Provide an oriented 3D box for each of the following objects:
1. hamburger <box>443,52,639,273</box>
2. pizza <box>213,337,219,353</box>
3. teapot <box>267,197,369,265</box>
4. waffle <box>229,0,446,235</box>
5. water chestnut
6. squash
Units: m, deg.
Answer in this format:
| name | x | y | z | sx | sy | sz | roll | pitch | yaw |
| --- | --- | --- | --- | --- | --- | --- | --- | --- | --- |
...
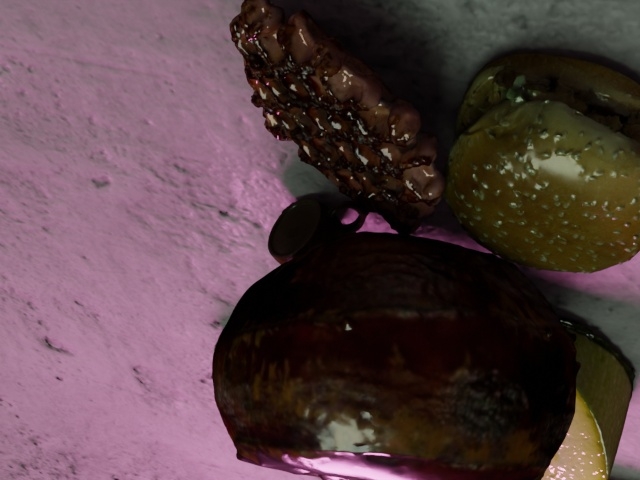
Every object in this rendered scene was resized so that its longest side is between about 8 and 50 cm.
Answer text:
| name | x | y | z | sx | sy | sz | roll | pitch | yaw |
| --- | --- | --- | --- | --- | --- | --- | --- | --- | --- |
| hamburger | 0.191 | -0.049 | 0.991 | 0.189 | 0.122 | 0.215 | 25 | 147 | 0 |
| pizza | -0.011 | 0.178 | 1.455 | 0.204 | 0.081 | 0.188 | 34 | 168 | -28 |
| teapot | 0.000 | 0.000 | 1.220 | 0.121 | 0.076 | 0.068 | -37 | 126 | 20 |
| waffle | 0.017 | -0.104 | 1.023 | 0.234 | 0.055 | 0.221 | 40 | 163 | 24 |
| water chestnut | 0.065 | 0.151 | 1.083 | 0.350 | 0.302 | 0.350 | 5 | 170 | 1 |
| squash | 0.215 | 0.174 | 1.267 | 0.220 | 0.133 | 0.220 | 21 | 143 | 17 |
